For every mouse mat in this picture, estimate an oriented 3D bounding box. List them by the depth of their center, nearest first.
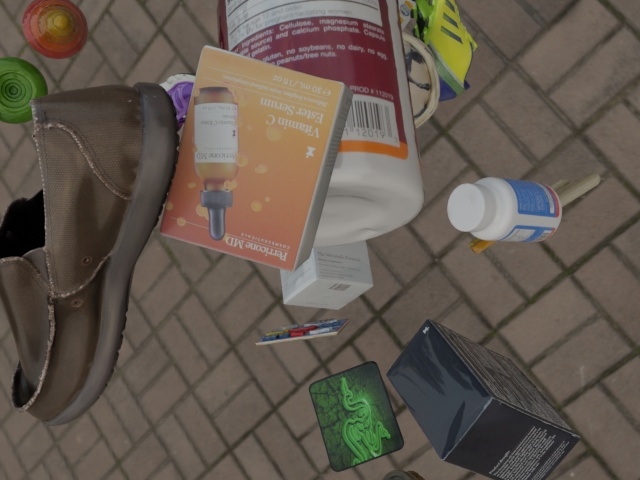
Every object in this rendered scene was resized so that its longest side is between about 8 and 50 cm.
[{"bbox_3d":[0.068,0.345,1.463,0.153,0.007,0.189,-22,61,6],"label":"mouse mat"}]

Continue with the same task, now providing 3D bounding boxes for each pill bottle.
[{"bbox_3d":[-0.010,-0.207,0.885,0.224,0.224,0.392,-17,68,31],"label":"pill bottle"},{"bbox_3d":[0.356,-0.060,1.440,0.124,0.221,0.124,-5,84,52],"label":"pill bottle"}]

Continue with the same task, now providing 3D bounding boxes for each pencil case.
[{"bbox_3d":[0.089,-0.285,1.280,0.183,0.410,0.160,3,106,-4],"label":"pencil case"}]

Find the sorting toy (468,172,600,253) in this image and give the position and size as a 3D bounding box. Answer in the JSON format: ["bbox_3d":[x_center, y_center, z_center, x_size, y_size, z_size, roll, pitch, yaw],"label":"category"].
[{"bbox_3d":[0.473,-0.053,1.683,0.307,0.229,0.041,-32,91,2],"label":"sorting toy"}]

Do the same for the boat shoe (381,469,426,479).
[{"bbox_3d":[0.217,0.511,1.223,0.111,0.104,0.307,-46,48,18],"label":"boat shoe"}]

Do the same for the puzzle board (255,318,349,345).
[{"bbox_3d":[-0.026,0.138,1.136,0.128,0.096,0.011,-9,94,14],"label":"puzzle board"}]

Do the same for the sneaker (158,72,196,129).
[{"bbox_3d":[-0.196,-0.196,1.056,0.170,0.068,0.071,-8,92,40],"label":"sneaker"}]

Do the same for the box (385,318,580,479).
[{"bbox_3d":[0.346,0.360,1.623,0.182,0.294,0.296,-54,30,12],"label":"box"}]

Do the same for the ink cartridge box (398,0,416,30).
[{"bbox_3d":[0.087,-0.471,1.577,0.311,0.186,0.065,-54,43,3],"label":"ink cartridge box"}]

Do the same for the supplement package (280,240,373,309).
[{"bbox_3d":[0.000,0.000,1.505,0.134,0.139,0.244,-39,51,48],"label":"supplement package"}]

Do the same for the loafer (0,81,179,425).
[{"bbox_3d":[-0.239,0.015,0.668,0.366,0.130,0.134,-67,32,25],"label":"loafer"}]

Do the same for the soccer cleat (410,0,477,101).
[{"bbox_3d":[0.248,-0.403,1.455,0.121,0.289,0.093,-16,48,-4],"label":"soccer cleat"}]

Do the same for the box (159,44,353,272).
[{"bbox_3d":[-0.056,-0.073,0.676,0.130,0.091,0.170,15,98,5],"label":"box"}]

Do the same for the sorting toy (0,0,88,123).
[{"bbox_3d":[-0.555,-0.300,1.373,0.365,0.127,0.126,-58,26,-6],"label":"sorting toy"}]
